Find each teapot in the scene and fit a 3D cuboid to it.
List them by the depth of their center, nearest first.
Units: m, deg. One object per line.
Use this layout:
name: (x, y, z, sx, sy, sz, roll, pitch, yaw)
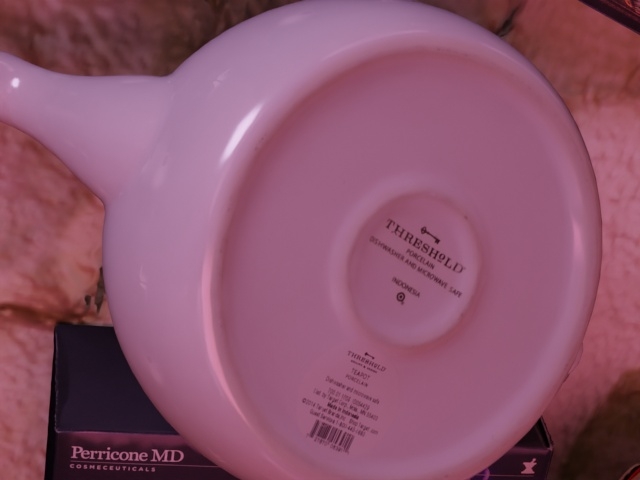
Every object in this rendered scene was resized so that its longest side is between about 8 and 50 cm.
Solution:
teapot: (0.000, 0.000, 0.910, 0.252, 0.187, 0.256, -23, 109, -24)

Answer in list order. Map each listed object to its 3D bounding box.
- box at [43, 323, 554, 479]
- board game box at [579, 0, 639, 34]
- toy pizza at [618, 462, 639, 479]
box: (-0.022, 0.151, 1.049, 0.261, 0.103, 0.184, 3, 120, -9)
board game box: (0.144, -0.194, 0.878, 0.243, 0.042, 0.165, 25, 117, -21)
toy pizza: (0.166, 0.193, 1.088, 0.201, 0.032, 0.201, -33, 144, -28)
